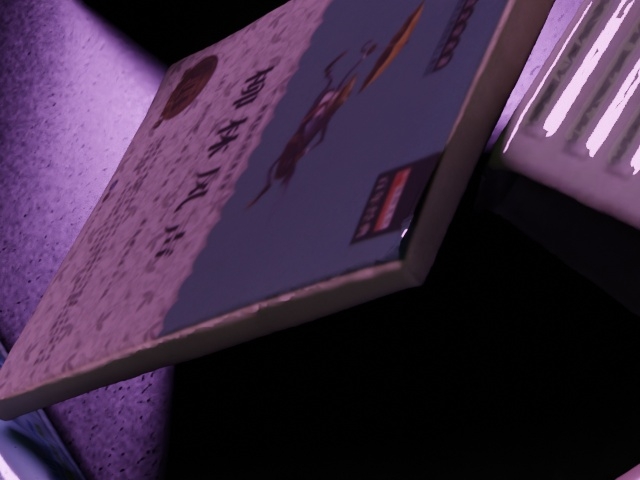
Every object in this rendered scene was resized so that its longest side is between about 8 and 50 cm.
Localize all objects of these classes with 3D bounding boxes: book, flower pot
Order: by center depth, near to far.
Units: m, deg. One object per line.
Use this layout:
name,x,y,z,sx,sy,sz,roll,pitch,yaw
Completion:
flower pot,0.208,-0.047,0.857,0.190,0.239,0.209,-58,21,-7
book,-0.023,-0.044,0.970,0.379,0.031,0.264,-22,35,50

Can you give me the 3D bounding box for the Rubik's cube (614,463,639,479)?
Rubik's cube,0.306,0.157,0.568,0.344,0.346,0.347,-35,72,11

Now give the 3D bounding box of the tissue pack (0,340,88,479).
tissue pack,-0.235,0.150,1.105,0.177,0.089,0.263,-43,54,4
